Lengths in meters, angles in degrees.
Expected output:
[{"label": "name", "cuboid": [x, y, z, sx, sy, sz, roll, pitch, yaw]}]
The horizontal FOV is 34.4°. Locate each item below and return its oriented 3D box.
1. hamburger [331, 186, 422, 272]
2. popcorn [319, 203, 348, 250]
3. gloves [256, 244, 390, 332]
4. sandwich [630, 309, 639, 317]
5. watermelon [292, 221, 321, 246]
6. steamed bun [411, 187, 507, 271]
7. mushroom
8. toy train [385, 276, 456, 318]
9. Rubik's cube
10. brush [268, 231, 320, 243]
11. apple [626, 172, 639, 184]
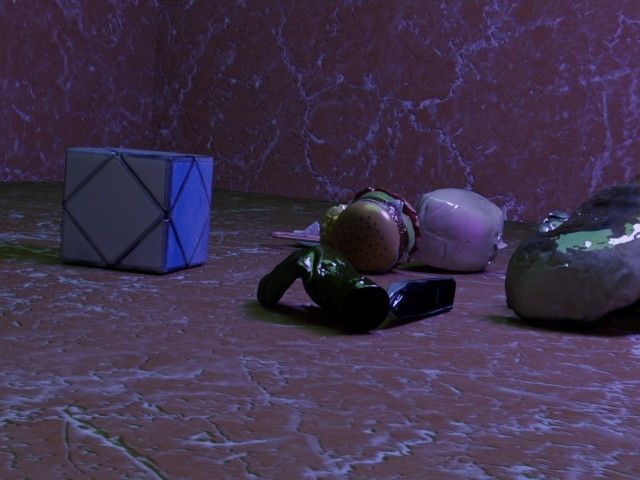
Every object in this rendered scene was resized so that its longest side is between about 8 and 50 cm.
[{"label": "hamburger", "cuboid": [0.102, -0.012, 1.993, 0.175, 0.175, 0.137, 7, 20, 26]}, {"label": "popcorn", "cuboid": [0.071, -0.017, 2.167, 0.145, 0.125, 0.126, 23, -8, -10]}, {"label": "gloves", "cuboid": [0.003, 0.062, 1.454, 0.135, 0.107, 0.268, 37, -16, -32]}, {"label": "sandwich", "cuboid": [0.592, 0.075, 1.792, 0.249, 0.095, 0.273, 6, 5, 2]}, {"label": "watermelon", "cuboid": [-0.026, -0.017, 2.360, 0.085, 0.061, 0.085, 18, 12, -4]}, {"label": "steamed bun", "cuboid": [0.287, -0.011, 2.114, 0.153, 0.170, 0.239, 31, 19, 33]}, {"label": "mushroom", "cuboid": [0.428, 0.003, 1.594, 0.344, 0.130, 0.247, -23, 40, -29]}, {"label": "toy train", "cuboid": [0.132, 0.081, 1.504, 0.048, 0.055, 0.252, 8, 3, 27]}, {"label": "Rubik's cube", "cuboid": [-0.322, -0.058, 1.836, 0.207, 0.205, 0.205, 7, 6, 14]}, {"label": "brush", "cuboid": [0.000, 0.000, 2.293, 0.233, 0.047, 0.103, 4, 8, 4]}, {"label": "apple", "cuboid": [0.748, 0.000, 2.182, 0.252, 0.314, 0.309, -38, 11, -3]}]
